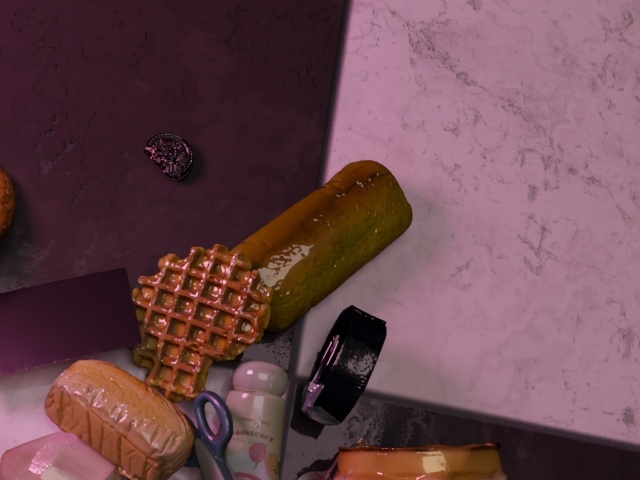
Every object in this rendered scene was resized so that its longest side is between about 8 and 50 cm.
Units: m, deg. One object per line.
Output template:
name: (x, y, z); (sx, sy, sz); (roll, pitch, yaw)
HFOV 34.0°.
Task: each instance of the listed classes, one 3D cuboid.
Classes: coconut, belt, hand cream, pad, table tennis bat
coconut: (-0.391, 0.366, 1.549); (0.183, 0.171, 0.171); (34, 65, 4)
belt: (0.034, 0.209, 1.734); (0.078, 0.151, 0.198); (27, 75, -9)
hand cream: (-0.120, 0.348, 1.681); (0.147, 0.093, 0.306); (11, 78, -8)
pad: (-0.427, 0.131, 1.664); (0.265, 0.009, 0.160); (-12, 53, -10)
table tennis bat: (0.004, 0.410, 1.723); (0.095, 0.014, 0.158); (35, 67, 1)

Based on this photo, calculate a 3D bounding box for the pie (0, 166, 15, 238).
pie: (-0.624, -0.068, 1.675); (0.273, 0.069, 0.273); (13, 45, -13)

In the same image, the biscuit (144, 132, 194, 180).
biscuit: (-0.267, -0.148, 1.846); (0.089, 0.027, 0.087); (7, 68, -14)

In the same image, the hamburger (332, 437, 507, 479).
hamburger: (0.153, 0.428, 1.635); (0.276, 0.276, 0.237); (2, 81, -15)

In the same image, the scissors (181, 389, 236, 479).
scissors: (-0.150, 0.376, 1.607); (0.041, 0.138, 0.289); (4, 54, -56)

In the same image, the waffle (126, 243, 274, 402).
waffle: (-0.193, 0.132, 1.696); (0.253, 0.056, 0.249); (-16, 78, 7)

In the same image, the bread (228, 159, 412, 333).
bread: (0.000, 0.000, 1.819); (0.383, 0.112, 0.166); (-37, 83, -24)

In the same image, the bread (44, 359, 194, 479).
bread: (-0.304, 0.273, 1.609); (0.236, 0.140, 0.106); (32, 46, 10)
